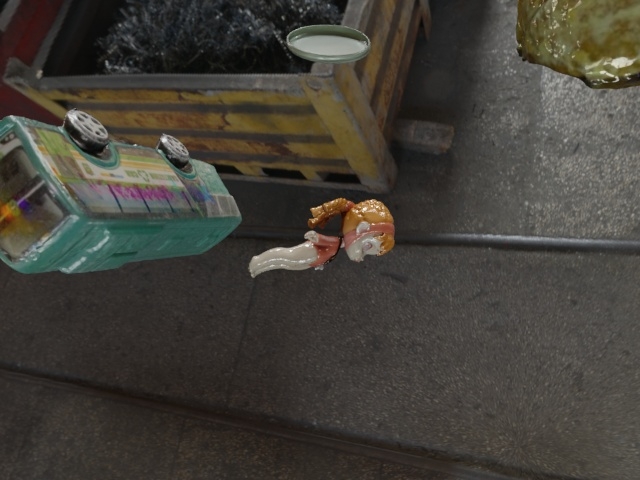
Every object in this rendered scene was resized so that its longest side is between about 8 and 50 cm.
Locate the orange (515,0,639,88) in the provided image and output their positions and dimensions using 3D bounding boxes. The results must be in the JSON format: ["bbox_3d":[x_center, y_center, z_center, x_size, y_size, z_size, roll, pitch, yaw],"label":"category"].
[{"bbox_3d":[0.412,-0.348,0.680,0.270,0.211,0.369,3,29,16],"label":"orange"}]

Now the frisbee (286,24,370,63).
[{"bbox_3d":[0.010,-0.253,0.651,0.110,0.014,0.110,1,42,-1],"label":"frisbee"}]

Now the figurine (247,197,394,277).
[{"bbox_3d":[0.000,0.000,0.360,0.109,0.064,0.047,-18,79,-10],"label":"figurine"}]

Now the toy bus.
[{"bbox_3d":[-0.167,-0.036,0.442,0.091,0.261,0.109,-37,82,16],"label":"toy bus"}]
